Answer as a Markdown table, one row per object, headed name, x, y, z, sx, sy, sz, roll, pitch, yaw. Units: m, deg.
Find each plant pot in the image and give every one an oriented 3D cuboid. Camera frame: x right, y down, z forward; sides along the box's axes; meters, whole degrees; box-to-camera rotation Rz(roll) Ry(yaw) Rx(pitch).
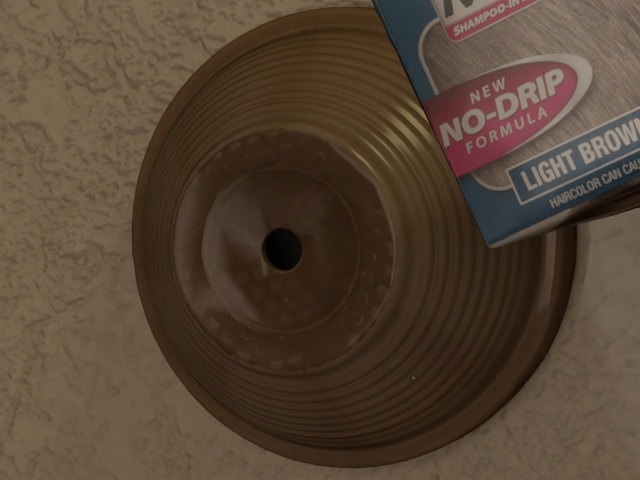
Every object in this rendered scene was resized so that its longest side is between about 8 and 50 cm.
| name | x | y | z | sx | sy | sz | roll | pitch | yaw |
| --- | --- | --- | --- | --- | --- | --- | --- | --- | --- |
| plant pot | 0.000 | 0.000 | 0.922 | 0.237 | 0.110 | 0.237 | 1 | 93 | 21 |

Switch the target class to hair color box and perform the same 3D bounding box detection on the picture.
| name | x | y | z | sx | sy | sz | roll | pitch | yaw |
| --- | --- | --- | --- | --- | --- | --- | --- | --- | --- |
| hair color box | 0.163 | -0.085 | 0.727 | 0.174 | 0.347 | 0.105 | -26 | 84 | 21 |
